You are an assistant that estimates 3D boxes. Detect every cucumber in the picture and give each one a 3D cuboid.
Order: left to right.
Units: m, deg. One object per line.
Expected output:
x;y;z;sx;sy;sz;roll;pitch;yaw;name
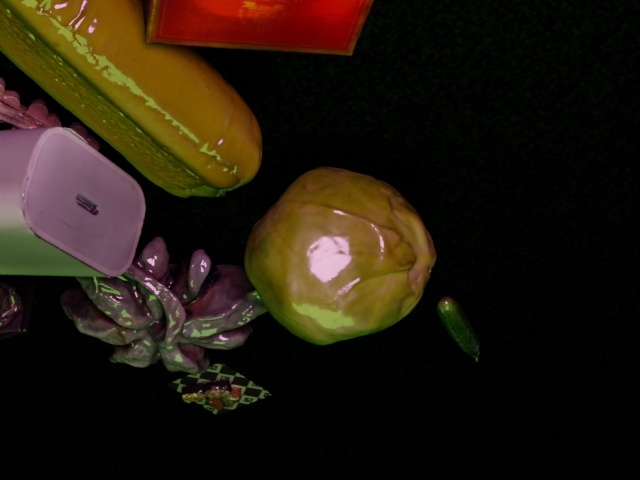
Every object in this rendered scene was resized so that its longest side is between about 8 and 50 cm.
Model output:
0.196;0.123;1.373;0.037;0.037;0.155;-15;137;20;cucumber

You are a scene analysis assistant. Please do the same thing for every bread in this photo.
-0.206;-0.183;0.946;0.166;0.112;0.383;2;147;49;bread

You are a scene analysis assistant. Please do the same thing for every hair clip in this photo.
-0.324;-0.133;1.069;0.062;0.056;0.214;-40;135;24;hair clip

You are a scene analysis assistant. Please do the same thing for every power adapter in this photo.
-0.354;-0.037;1.087;0.255;0.124;0.187;0;156;27;power adapter

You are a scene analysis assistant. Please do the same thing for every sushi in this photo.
-0.161;0.249;1.549;0.120;0.026;0.126;-26;134;28;sushi

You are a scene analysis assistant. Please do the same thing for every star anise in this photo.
-0.232;0.095;1.276;0.360;0.139;0.315;-9;133;12;star anise

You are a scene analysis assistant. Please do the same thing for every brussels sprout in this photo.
0.022;0.020;1.122;0.223;0.223;0.161;4;147;-3;brussels sprout

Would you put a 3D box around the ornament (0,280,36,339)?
-0.468;0.044;1.268;0.088;0.081;0.203;-20;134;23;ornament

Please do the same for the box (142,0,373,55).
-0.032;-0.291;0.789;0.198;0.089;0.313;-1;147;-17;box
